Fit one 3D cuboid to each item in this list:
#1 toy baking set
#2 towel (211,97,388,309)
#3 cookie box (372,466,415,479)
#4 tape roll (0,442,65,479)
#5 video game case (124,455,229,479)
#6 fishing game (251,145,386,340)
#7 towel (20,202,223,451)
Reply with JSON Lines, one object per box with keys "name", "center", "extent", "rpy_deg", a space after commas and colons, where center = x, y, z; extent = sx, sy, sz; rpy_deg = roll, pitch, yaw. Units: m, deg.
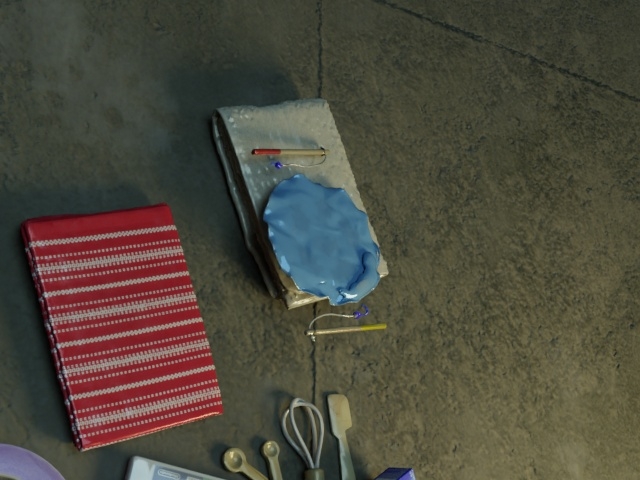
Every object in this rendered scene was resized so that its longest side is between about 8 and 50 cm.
{"name": "toy baking set", "center": [-0.016, 0.304, 1.299], "extent": [0.256, 0.030, 0.197], "rpy_deg": [-33, 91, -37]}
{"name": "towel", "center": [-0.026, -0.055, 1.424], "extent": [0.187, 0.049, 0.282], "rpy_deg": [-12, 79, -37]}
{"name": "cookie box", "center": [0.083, 0.344, 1.312], "extent": [0.107, 0.040, 0.092], "rpy_deg": [-24, 102, -52]}
{"name": "tape roll", "center": [-0.340, 0.302, 1.061], "extent": [0.189, 0.080, 0.189], "rpy_deg": [12, 66, -28]}
{"name": "video game case", "center": [-0.139, 0.355, 1.190], "extent": [0.201, 0.023, 0.184], "rpy_deg": [20, 62, -18]}
{"name": "fishing game", "center": [0.000, 0.000, 1.367], "extent": [0.189, 0.041, 0.264], "rpy_deg": [-6, 70, -44]}
{"name": "towel", "center": [-0.231, 0.092, 1.245], "extent": [0.198, 0.031, 0.275], "rpy_deg": [-9, 79, -37]}
